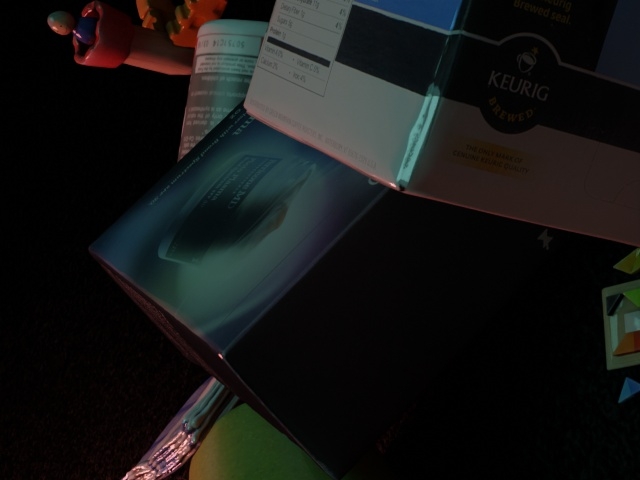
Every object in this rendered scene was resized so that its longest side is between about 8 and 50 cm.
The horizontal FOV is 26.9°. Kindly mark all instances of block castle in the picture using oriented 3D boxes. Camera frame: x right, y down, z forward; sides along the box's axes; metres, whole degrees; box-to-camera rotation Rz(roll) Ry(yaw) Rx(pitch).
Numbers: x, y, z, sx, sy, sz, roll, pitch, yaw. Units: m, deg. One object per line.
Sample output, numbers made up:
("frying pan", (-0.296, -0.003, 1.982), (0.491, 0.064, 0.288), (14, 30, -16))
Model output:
("block castle", (-0.199, -0.462, 1.696), (0.453, 0.213, 0.303), (-53, 41, 35))

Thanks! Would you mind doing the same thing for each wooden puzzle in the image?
("wooden puzzle", (0.246, 0.063, 1.046), (0.078, 0.014, 0.116), (-32, 55, 49))

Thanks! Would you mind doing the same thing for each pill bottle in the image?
("pill bottle", (-0.074, -0.083, 1.442), (0.161, 0.161, 0.283), (4, 84, 57))

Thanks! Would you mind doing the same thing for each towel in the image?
("towel", (-0.121, 0.170, 1.420), (0.209, 0.034, 0.285), (-52, 4, -33))

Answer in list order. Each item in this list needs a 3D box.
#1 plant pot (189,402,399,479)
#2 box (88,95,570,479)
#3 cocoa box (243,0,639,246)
("plant pot", (-0.012, 0.278, 1.188), (0.276, 0.276, 0.254), (-65, 24, 22))
("box", (0.000, 0.000, 1.177), (0.296, 0.182, 0.294), (-46, 34, -11))
("cocoa box", (0.168, -0.135, 0.913), (0.231, 0.347, 0.228), (32, 108, 56))
